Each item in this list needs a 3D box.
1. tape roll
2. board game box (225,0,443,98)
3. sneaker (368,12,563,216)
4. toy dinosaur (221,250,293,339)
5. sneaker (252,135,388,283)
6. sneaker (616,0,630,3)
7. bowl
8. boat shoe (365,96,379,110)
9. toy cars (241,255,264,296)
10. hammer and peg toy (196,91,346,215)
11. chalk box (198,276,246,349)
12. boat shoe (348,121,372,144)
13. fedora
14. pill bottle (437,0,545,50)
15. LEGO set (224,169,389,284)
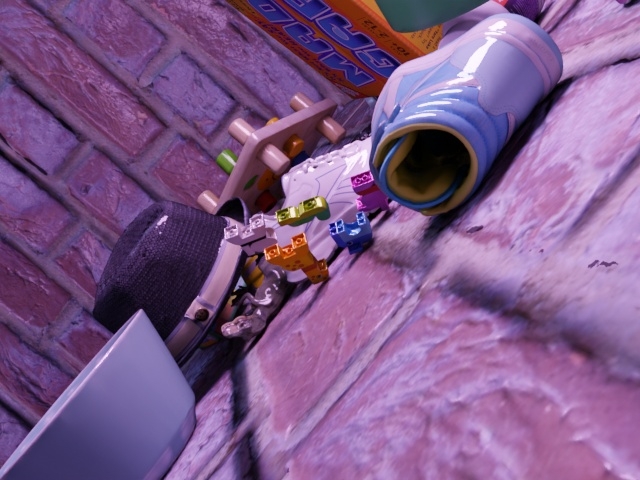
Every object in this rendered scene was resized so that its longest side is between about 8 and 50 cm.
[{"bbox_3d":[0.215,-0.408,1.197,0.321,0.077,0.321,-30,23,14],"label":"tape roll"},{"bbox_3d":[0.095,-0.507,1.558,0.356,0.356,0.356,-61,25,-10],"label":"board game box"},{"bbox_3d":[0.100,-0.103,0.943,0.208,0.127,0.319,-51,7,-24],"label":"sneaker"},{"bbox_3d":[-0.078,0.056,1.339,0.118,0.064,0.268,4,48,44],"label":"toy dinosaur"},{"bbox_3d":[0.021,-0.076,1.226,0.297,0.129,0.111,-47,6,9],"label":"sneaker"},{"bbox_3d":[0.313,-0.336,0.927,0.104,0.095,0.236,-37,30,18],"label":"sneaker"},{"bbox_3d":[-0.285,0.261,1.186,0.311,0.163,0.311,-49,8,9],"label":"bowl"},{"bbox_3d":[0.152,-0.331,1.909,0.070,0.078,0.219,-46,7,28],"label":"boat shoe"},{"bbox_3d":[-0.058,-0.020,1.544,0.176,0.087,0.394,-42,11,42],"label":"toy cars"},{"bbox_3d":[-0.110,-0.106,1.682,0.266,0.127,0.361,-34,-19,-46],"label":"hammer and peg toy"},{"bbox_3d":[-0.222,0.105,1.613,0.213,0.132,0.132,-30,35,64],"label":"chalk box"},{"bbox_3d":[0.097,-0.202,1.726,0.125,0.046,0.038,-45,-1,-34],"label":"boat shoe"},{"bbox_3d":[-0.250,0.054,1.373,0.334,0.152,0.334,-46,26,30],"label":"fedora"},{"bbox_3d":[0.232,-0.300,1.202,0.108,0.108,0.193,-40,13,50],"label":"pill bottle"},{"bbox_3d":[0.000,0.000,1.137,0.227,0.093,0.087,-20,53,13],"label":"LEGO set"}]
